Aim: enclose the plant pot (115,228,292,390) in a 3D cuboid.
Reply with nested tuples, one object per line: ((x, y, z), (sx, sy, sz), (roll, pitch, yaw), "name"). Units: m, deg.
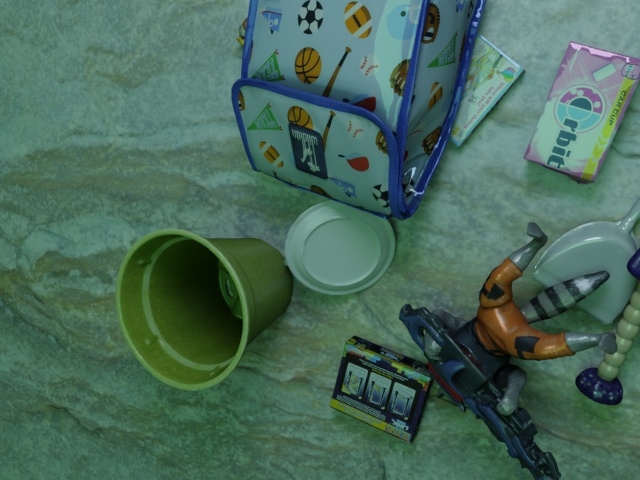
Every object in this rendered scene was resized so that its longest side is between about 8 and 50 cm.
((-0.187, 0.100, 1.064), (0.275, 0.254, 0.276), (4, 99, 24), "plant pot")

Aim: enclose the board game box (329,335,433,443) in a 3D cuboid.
((0.114, 0.275, 1.062), (0.170, 0.048, 0.141), (20, 108, 21), "board game box")

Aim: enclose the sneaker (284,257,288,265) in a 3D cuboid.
((0.000, 0.000, 1.080), (0.064, 0.061, 0.158), (37, 110, -17), "sneaker")

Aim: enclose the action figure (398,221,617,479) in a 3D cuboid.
((0.305, 0.185, 0.881), (0.341, 0.178, 0.330), (56, 137, 17), "action figure")

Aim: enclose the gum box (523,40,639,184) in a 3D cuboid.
((0.388, -0.185, 0.852), (0.107, 0.062, 0.189), (24, 107, 21), "gum box")

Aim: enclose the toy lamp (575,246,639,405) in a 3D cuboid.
((0.456, 0.113, 0.830), (0.080, 0.080, 0.275), (20, 120, 21), "toy lamp")

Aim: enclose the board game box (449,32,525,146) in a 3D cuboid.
((0.240, -0.245, 0.933), (0.103, 0.026, 0.154), (45, 113, 13), "board game box")

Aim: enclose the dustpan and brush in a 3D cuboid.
((0.443, 0.006, 0.865), (0.147, 0.060, 0.211), (33, 118, 3), "dustpan and brush")

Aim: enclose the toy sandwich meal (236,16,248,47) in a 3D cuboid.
((-0.123, -0.390, 1.082), (0.085, 0.029, 0.086), (4, 100, 25), "toy sandwich meal")

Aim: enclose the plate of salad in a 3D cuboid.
((0.035, 0.011, 1.030), (0.199, 0.048, 0.200), (-2, 119, -4), "plate of salad")

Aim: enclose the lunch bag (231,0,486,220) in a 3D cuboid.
((0.044, -0.254, 0.904), (0.327, 0.238, 0.386), (22, 109, 31), "lunch bag")
